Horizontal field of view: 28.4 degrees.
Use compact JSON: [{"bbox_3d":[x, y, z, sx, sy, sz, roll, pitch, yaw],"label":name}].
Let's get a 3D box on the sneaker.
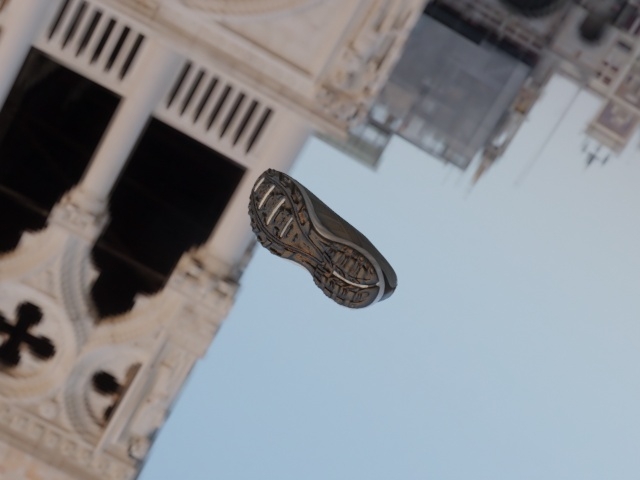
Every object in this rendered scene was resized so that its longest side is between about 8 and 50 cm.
[{"bbox_3d":[0.000,0.001,1.796,0.271,0.100,0.108,44,-160,23],"label":"sneaker"}]
